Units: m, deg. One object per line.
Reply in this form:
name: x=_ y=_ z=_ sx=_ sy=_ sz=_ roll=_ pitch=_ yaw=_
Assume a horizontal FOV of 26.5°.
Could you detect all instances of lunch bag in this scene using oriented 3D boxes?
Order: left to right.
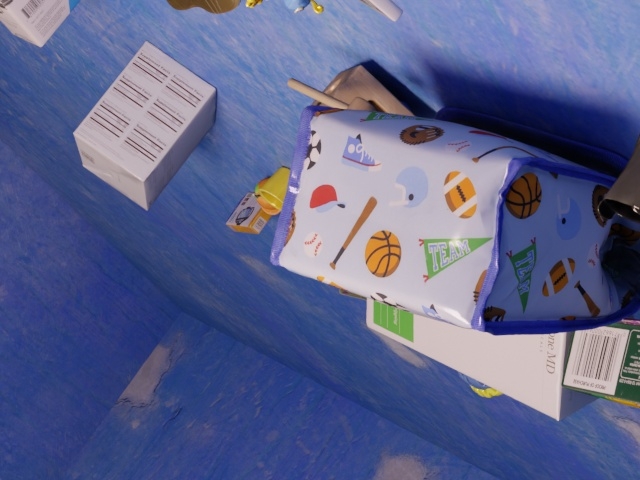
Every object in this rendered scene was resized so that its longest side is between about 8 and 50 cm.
lunch bag: x=0.195 y=-0.027 z=1.616 sx=0.327 sy=0.239 sz=0.385 roll=20 pitch=-172 yaw=41

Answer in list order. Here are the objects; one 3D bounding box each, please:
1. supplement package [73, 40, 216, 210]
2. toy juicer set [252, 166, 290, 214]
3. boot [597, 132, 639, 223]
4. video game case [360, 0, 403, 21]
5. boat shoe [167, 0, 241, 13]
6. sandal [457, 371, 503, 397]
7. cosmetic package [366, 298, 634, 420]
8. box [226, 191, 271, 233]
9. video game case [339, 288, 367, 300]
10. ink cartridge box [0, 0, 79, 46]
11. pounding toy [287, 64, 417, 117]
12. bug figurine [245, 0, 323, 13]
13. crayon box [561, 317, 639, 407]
supplement package: x=-0.297 y=-0.192 z=2.322 sx=0.149 sy=0.203 sz=0.194 roll=35 pitch=166 yaw=3
toy juicer set: x=0.000 y=0.000 z=2.502 sx=0.329 sy=0.089 sz=0.209 roll=39 pitch=166 yaw=-15
boot: x=0.367 y=-0.067 z=1.299 sx=0.077 sy=0.137 sz=0.198 roll=41 pitch=165 yaw=-23
video game case: x=0.007 y=-0.307 z=1.487 sx=0.157 sy=0.019 sz=0.143 roll=36 pitch=-174 yaw=-30
boat shoe: x=-0.154 y=-0.341 z=1.840 sx=0.153 sy=0.048 sz=0.056 roll=7 pitch=138 yaw=50
sandal: x=0.318 y=0.187 z=2.338 sx=0.138 sy=0.126 sz=0.317 roll=42 pitch=157 yaw=-11
cosmetic package: x=0.242 y=0.077 z=1.887 sx=0.365 sy=0.155 sz=0.197 roll=23 pitch=123 yaw=44
box: x=-0.134 y=-0.054 z=2.656 sx=0.028 sy=0.081 sz=0.136 roll=40 pitch=166 yaw=-21
video game case: x=0.142 y=0.090 z=2.463 sx=0.212 sy=0.023 sz=0.193 roll=14 pitch=165 yaw=1
ink cartridge box: x=-0.455 y=-0.418 z=2.057 sx=0.086 sy=0.148 sz=0.203 roll=27 pitch=163 yaw=38
pounding toy: x=0.050 y=-0.175 z=1.758 sx=0.181 sy=0.094 sz=0.206 roll=42 pitch=173 yaw=-11
bug figurine: x=-0.094 y=-0.326 z=1.479 sx=0.216 sy=0.072 sz=0.279 roll=43 pitch=-170 yaw=3
crayon box: x=0.521 y=0.180 z=1.603 sx=0.313 sy=0.106 sz=0.363 roll=16 pitch=175 yaw=-24
